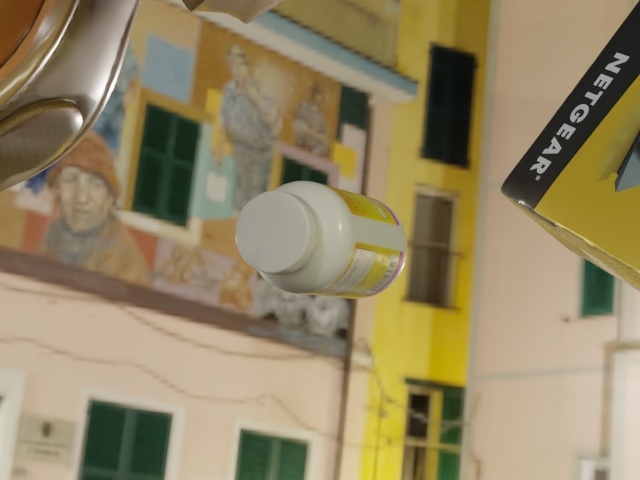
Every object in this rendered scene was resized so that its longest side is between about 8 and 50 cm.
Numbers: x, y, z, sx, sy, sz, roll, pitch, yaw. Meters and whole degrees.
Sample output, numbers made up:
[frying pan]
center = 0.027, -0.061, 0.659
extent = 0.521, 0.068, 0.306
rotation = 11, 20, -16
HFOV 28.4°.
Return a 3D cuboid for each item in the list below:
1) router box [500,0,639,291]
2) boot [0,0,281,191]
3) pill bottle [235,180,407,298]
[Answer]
[router box]
center = 0.271, -0.090, 0.658
extent = 0.081, 0.309, 0.243
rotation = 35, 2, -35
[boot]
center = -0.149, -0.141, 0.483
extent = 0.283, 0.220, 0.109
rotation = -32, -6, 15
[pill bottle]
center = 0.000, 0.000, 0.494
extent = 0.043, 0.043, 0.083
rotation = -1, -5, 25
